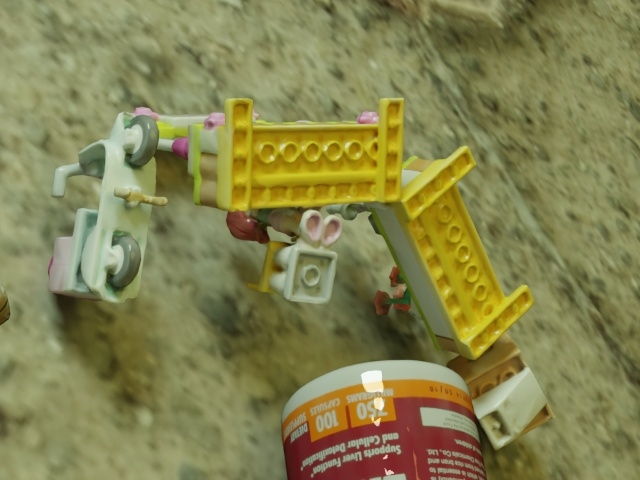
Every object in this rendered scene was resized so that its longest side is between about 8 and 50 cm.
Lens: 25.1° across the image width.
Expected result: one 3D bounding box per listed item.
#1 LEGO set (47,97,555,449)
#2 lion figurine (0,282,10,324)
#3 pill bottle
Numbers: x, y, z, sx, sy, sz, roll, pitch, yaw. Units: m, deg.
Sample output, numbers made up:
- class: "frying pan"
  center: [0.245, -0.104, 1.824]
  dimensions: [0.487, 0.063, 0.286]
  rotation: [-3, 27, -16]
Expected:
- class: "LEGO set"
  center: [0.000, 0.000, 0.682]
  dimensions: [0.287, 0.107, 0.132]
  rotation: [24, 83, -37]
- class: "lion figurine"
  center: [-0.249, -0.018, 0.404]
  dimensions: [0.240, 0.142, 0.392]
  rotation: [-32, 71, -23]
- class: "pill bottle"
  center: [0.033, 0.134, 0.599]
  dimensions: [0.086, 0.086, 0.152]
  rotation: [16, 52, -37]
